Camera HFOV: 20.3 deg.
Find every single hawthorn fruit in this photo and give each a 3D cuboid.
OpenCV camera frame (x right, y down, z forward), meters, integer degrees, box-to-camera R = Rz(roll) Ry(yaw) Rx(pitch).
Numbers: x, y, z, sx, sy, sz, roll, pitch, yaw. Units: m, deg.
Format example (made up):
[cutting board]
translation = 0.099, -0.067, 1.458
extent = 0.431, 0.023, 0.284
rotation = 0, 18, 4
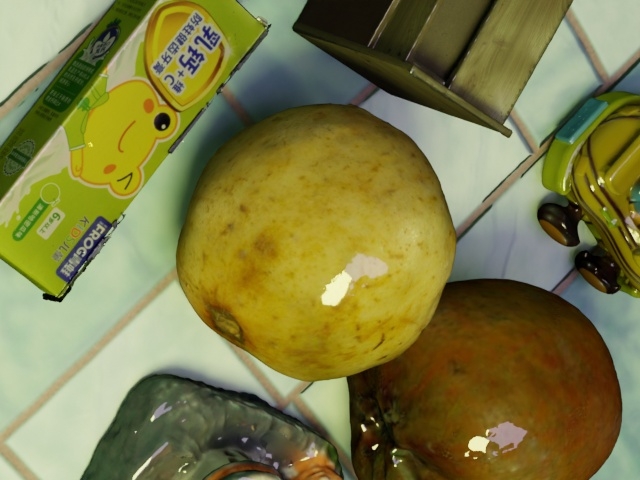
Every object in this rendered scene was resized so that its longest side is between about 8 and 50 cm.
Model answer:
[hawthorn fruit]
translation = 0.179, 0.163, 1.822
extent = 0.300, 0.267, 0.268
rotation = -16, 113, -32

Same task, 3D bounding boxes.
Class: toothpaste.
[toothpaste]
translation = -0.192, -0.107, 1.625
extent = 0.110, 0.077, 0.327
rotation = 41, 82, -32

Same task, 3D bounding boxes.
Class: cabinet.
[cabinet]
translation = 0.118, -0.221, 1.691
extent = 0.148, 0.215, 0.175
rotation = 29, 89, -34

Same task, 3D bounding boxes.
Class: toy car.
[toy car]
translation = 0.360, -0.041, 1.938
extent = 0.200, 0.142, 0.248
rotation = -49, 121, -8

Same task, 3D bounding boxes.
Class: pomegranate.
[pomegranate]
translation = 0.000, 0.000, 1.668
extent = 0.260, 0.260, 0.260
rotation = -10, 110, -28

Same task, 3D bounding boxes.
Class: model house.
[model house]
translation = -0.053, 0.292, 1.712
extent = 0.271, 0.301, 0.190
rotation = 28, 97, -35
